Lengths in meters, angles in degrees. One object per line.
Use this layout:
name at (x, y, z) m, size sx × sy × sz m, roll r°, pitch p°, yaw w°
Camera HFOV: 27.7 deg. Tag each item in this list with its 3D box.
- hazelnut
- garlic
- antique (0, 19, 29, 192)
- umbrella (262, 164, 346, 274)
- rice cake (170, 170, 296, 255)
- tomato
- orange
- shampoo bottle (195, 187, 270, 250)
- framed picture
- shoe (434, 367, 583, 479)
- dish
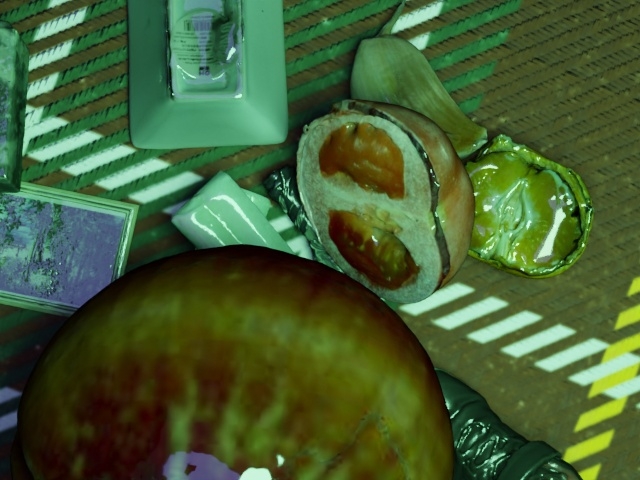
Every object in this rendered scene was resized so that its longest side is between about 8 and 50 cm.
hazelnut at (-0.071, 0.195, 1.269) m, size 0.429 × 0.402 × 0.402 m, roll 30°, pitch 85°, yaw -1°
garlic at (0.095, -0.169, 1.462) m, size 0.129 × 0.090 × 0.198 m, roll -28°, pitch 81°, yaw -19°
antique at (-0.374, -0.150, 1.430) m, size 0.088 × 0.086 × 0.183 m, roll 3°, pitch 81°, yaw -2°
umbrella at (0.000, 0.000, 1.458) m, size 0.050 × 0.046 × 0.188 m, roll -36°, pitch 93°, yaw 0°
rice cake at (-0.064, 0.031, 1.425) m, size 0.080 × 0.042 × 0.221 m, roll -44°, pitch 105°, yaw -13°
tomato at (0.079, -0.056, 1.379) m, size 0.112 × 0.199 × 0.228 m, roll -33°, pitch 128°, yaw -40°
orange at (0.219, -0.028, 1.433) m, size 0.160 × 0.112 × 0.170 m, roll -15°, pitch 65°, yaw 9°
shampoo bottle at (-0.117, 0.033, 1.452) m, size 0.069 × 0.041 × 0.190 m, roll 20°, pitch 86°, yaw -13°
framed picture at (-0.308, 0.010, 1.463) m, size 0.183 × 0.011 × 0.142 m, roll 12°, pitch 85°, yaw -1°
shoe at (0.198, 0.256, 1.397) m, size 0.291 × 0.137 × 0.114 m, roll 40°, pitch 85°, yaw 2°
dish at (-0.130, -0.229, 1.453) m, size 0.182 × 0.080 × 0.243 m, roll -2°, pitch 87°, yaw -2°
